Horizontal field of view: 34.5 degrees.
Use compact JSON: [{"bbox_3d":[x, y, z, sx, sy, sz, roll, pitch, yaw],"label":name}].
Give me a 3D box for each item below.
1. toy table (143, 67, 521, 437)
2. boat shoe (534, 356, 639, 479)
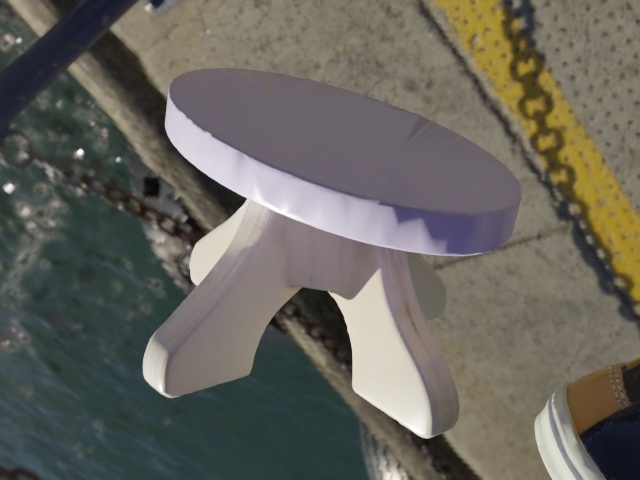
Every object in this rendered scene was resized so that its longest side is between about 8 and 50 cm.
[{"bbox_3d":[0.000,0.000,0.685,0.274,0.252,0.160,40,128,51],"label":"toy table"},{"bbox_3d":[0.351,0.277,0.687,0.156,0.187,0.500,-40,77,19],"label":"boat shoe"}]
